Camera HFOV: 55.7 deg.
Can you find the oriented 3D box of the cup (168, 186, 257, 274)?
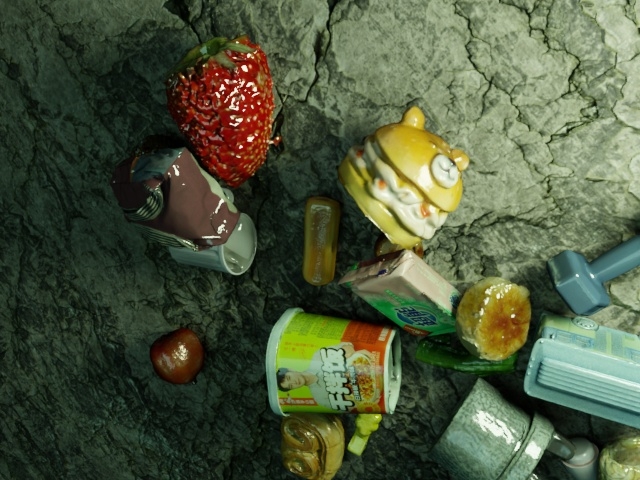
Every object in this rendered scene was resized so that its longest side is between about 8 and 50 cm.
[{"bbox_3d":[-0.294,-0.021,1.693,0.202,0.221,0.167,6,152,26],"label":"cup"}]

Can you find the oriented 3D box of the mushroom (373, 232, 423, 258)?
[{"bbox_3d":[0.192,0.024,1.504,0.127,0.087,0.127,8,114,18],"label":"mushroom"}]

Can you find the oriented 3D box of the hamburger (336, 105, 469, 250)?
[{"bbox_3d":[0.199,-0.142,1.350,0.237,0.276,0.276,-43,88,18],"label":"hamburger"}]

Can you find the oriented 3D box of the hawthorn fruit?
[{"bbox_3d":[-0.437,0.371,1.886,0.169,0.169,0.188,-31,93,30],"label":"hawthorn fruit"}]

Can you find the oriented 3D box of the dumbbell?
[{"bbox_3d":[0.645,0.032,1.266,0.144,0.156,0.316,36,125,-26],"label":"dumbbell"}]

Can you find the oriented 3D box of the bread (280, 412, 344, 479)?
[{"bbox_3d":[-0.023,0.599,1.800,0.198,0.120,0.236,13,114,21],"label":"bread"}]

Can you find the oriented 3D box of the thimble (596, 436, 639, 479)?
[{"bbox_3d":[0.734,0.552,1.411,0.137,0.191,0.143,16,114,62],"label":"thimble"}]

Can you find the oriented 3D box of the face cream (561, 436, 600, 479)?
[{"bbox_3d":[0.644,0.542,1.489,0.091,0.091,0.095,-20,108,29],"label":"face cream"}]

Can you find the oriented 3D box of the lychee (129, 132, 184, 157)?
[{"bbox_3d":[-0.435,-0.210,1.671,0.171,0.171,0.171,9,112,22],"label":"lychee"}]

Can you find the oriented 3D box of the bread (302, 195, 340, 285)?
[{"bbox_3d":[0.000,0.000,1.591,0.093,0.074,0.239,7,114,5],"label":"bread"}]

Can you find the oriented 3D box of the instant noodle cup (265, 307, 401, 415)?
[{"bbox_3d":[0.048,0.328,1.600,0.308,0.294,0.293,2,110,16],"label":"instant noodle cup"}]

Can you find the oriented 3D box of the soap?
[{"bbox_3d":[0.211,0.128,1.459,0.218,0.098,0.273,-17,136,43],"label":"soap"}]

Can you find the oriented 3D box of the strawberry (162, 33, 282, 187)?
[{"bbox_3d":[-0.217,-0.319,1.494,0.292,0.292,0.343,-6,130,27],"label":"strawberry"}]

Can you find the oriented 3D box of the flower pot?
[{"bbox_3d":[0.429,0.524,1.472,0.283,0.299,0.299,32,119,15],"label":"flower pot"}]

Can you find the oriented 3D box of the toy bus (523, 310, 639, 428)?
[{"bbox_3d":[0.627,0.284,1.341,0.313,0.190,0.151,14,115,20],"label":"toy bus"}]

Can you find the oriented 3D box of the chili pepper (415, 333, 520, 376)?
[{"bbox_3d":[0.366,0.290,1.517,0.254,0.099,0.083,5,120,23],"label":"chili pepper"}]

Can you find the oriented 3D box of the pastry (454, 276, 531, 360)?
[{"bbox_3d":[0.401,0.181,1.414,0.093,0.182,0.192,11,88,63],"label":"pastry"}]

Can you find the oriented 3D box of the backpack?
[{"bbox_3d":[-0.397,-0.101,1.515,0.317,0.197,0.283,2,137,36],"label":"backpack"}]

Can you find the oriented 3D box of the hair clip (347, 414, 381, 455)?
[{"bbox_3d":[0.124,0.543,1.754,0.072,0.046,0.173,26,116,10],"label":"hair clip"}]
